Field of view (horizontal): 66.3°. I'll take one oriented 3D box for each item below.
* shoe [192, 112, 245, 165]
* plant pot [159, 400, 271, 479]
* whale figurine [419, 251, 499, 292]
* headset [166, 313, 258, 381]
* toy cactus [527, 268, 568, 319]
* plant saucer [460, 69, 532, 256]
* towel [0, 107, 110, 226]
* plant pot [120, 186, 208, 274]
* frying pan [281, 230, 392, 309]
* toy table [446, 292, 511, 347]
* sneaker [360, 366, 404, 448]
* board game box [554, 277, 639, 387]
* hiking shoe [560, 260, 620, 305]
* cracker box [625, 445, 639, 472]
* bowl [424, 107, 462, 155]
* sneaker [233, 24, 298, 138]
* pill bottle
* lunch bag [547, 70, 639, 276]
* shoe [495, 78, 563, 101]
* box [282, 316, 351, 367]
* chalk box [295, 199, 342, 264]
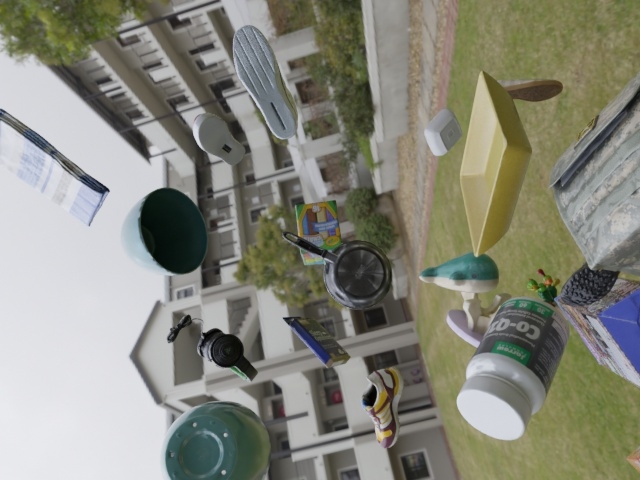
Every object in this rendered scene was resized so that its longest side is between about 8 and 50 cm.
[{"bbox_3d":[-0.208,-0.201,0.917,0.081,0.063,0.178,39,180,16],"label":"shoe"},{"bbox_3d":[-0.291,0.569,1.309,0.235,0.293,0.293,86,172,-66],"label":"plant pot"},{"bbox_3d":[0.498,0.107,1.760,0.216,0.272,0.141,-6,-82,-62],"label":"whale figurine"},{"bbox_3d":[-0.421,0.446,1.948,0.243,0.185,0.394,2,135,55],"label":"headset"},{"bbox_3d":[0.799,0.194,1.697,0.180,0.112,0.219,46,-150,3],"label":"toy cactus"},{"bbox_3d":[0.418,-0.185,1.183,0.333,0.080,0.333,-84,-7,-45],"label":"plant saucer"},{"bbox_3d":[-0.637,-0.156,1.133,0.285,0.209,0.034,40,-130,-16],"label":"towel"},{"bbox_3d":[-0.549,-0.012,1.637,0.290,0.195,0.290,34,-131,-51],"label":"plant pot"},{"bbox_3d":[0.067,0.044,1.376,0.326,0.197,0.053,51,169,3],"label":"frying pan"},{"bbox_3d":[0.607,0.282,1.823,0.274,0.252,0.161,29,117,38],"label":"toy table"},{"bbox_3d":[0.119,0.354,1.025,0.069,0.083,0.186,26,117,60],"label":"sneaker"},{"bbox_3d":[0.782,0.227,1.277,0.232,0.141,0.291,56,-173,4],"label":"board game box"},{"bbox_3d":[0.682,0.070,1.193,0.086,0.227,0.114,44,-158,14],"label":"hiking shoe"},{"bbox_3d":[0.834,0.459,1.141,0.067,0.232,0.156,49,-178,31],"label":"cracker box"},{"bbox_3d":[0.449,-0.385,1.759,0.053,0.142,0.142,33,165,50],"label":"bowl"},{"bbox_3d":[-0.125,-0.357,1.122,0.091,0.094,0.258,-91,-18,-66],"label":"sneaker"},{"bbox_3d":[0.518,0.334,1.315,0.361,0.204,0.204,-44,-52,-39],"label":"pill bottle"},{"bbox_3d":[0.521,-0.124,0.825,0.235,0.168,0.287,117,156,-45],"label":"lunch bag"},{"bbox_3d":[0.570,-0.435,1.393,0.076,0.219,0.058,65,-155,-63],"label":"shoe"},{"bbox_3d":[-0.013,0.312,1.576,0.225,0.036,0.136,42,-168,25],"label":"box"},{"bbox_3d":[0.000,0.000,2.110,0.180,0.179,0.289,80,-176,-69],"label":"chalk box"}]
